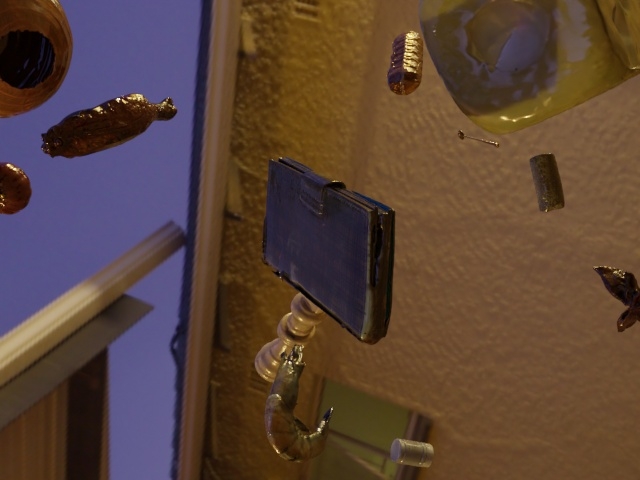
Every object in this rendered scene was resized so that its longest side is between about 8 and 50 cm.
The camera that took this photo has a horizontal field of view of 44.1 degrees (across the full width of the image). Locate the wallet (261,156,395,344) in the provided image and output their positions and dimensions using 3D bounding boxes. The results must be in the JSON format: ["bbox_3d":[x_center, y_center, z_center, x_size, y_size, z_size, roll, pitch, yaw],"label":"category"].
[{"bbox_3d":[0.001,0.000,1.009,0.044,0.317,0.169,-3,-73,-25],"label":"wallet"}]

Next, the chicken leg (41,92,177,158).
[{"bbox_3d":[-0.446,-0.265,1.779,0.407,0.158,0.096,-33,-83,-50],"label":"chicken leg"}]

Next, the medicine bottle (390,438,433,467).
[{"bbox_3d":[0.222,0.516,1.913,0.058,0.091,0.058,-166,90,-73],"label":"medicine bottle"}]

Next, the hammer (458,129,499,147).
[{"bbox_3d":[0.371,-0.237,1.854,0.014,0.123,0.029,-47,-49,-15],"label":"hammer"}]

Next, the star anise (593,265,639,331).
[{"bbox_3d":[0.622,0.096,1.483,0.144,0.158,0.140,-29,-75,-20],"label":"star anise"}]

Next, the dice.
[{"bbox_3d":[0.286,-0.289,1.031,0.233,0.227,0.238,-31,-82,-49],"label":"dice"}]

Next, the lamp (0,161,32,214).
[{"bbox_3d":[-0.583,-0.096,1.457,0.090,0.101,0.101,-54,-24,-61],"label":"lamp"}]

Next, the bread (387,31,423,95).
[{"bbox_3d":[0.133,-0.276,1.227,0.044,0.052,0.157,57,-153,-33],"label":"bread"}]

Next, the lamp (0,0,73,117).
[{"bbox_3d":[-0.289,-0.176,0.697,0.136,0.136,0.136,18,-90,-74],"label":"lamp"}]

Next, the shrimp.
[{"bbox_3d":[-0.034,0.292,1.401,0.150,0.051,0.217,37,-136,-29],"label":"shrimp"}]

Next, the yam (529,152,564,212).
[{"bbox_3d":[0.355,-0.091,1.236,0.043,0.043,0.094,-33,-70,-66],"label":"yam"}]

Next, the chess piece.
[{"bbox_3d":[-0.066,0.235,2.096,0.117,0.117,0.397,-56,-3,-44],"label":"chess piece"}]
